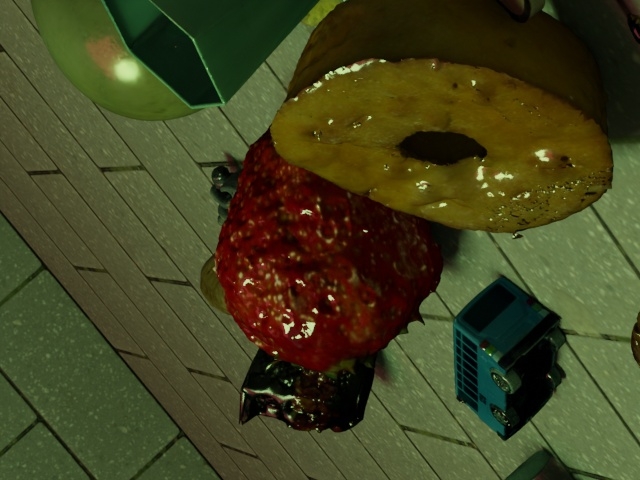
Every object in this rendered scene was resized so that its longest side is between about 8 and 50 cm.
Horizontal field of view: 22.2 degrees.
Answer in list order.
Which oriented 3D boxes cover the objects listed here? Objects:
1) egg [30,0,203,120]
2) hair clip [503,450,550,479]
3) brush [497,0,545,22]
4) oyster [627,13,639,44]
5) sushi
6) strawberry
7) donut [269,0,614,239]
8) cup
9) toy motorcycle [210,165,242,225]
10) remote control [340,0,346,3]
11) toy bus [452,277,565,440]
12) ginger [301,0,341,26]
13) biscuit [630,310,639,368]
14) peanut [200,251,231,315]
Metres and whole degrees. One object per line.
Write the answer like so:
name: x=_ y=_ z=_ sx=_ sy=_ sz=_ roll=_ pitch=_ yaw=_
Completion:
egg: x=-0.189 y=-0.254 z=1.662 sx=0.295 sy=0.218 sz=0.218 roll=51 pitch=167 yaw=33
hair clip: x=0.284 y=0.457 z=2.007 sx=0.318 sy=0.392 sz=0.238 roll=44 pitch=137 yaw=15
brush: x=0.077 y=-0.293 z=1.255 sx=0.327 sy=0.065 sz=0.070 roll=48 pitch=172 yaw=28
oyster: x=0.271 y=-0.114 z=1.219 sx=0.132 sy=0.029 sz=0.086 roll=43 pitch=162 yaw=6
sushi: x=-0.006 y=0.186 z=2.239 sx=0.150 sy=0.172 sz=0.153 roll=17 pitch=128 yaw=17
strawberry: x=0.000 y=0.000 z=1.772 sx=0.257 sy=0.257 sz=0.277 roll=10 pitch=122 yaw=61
donut: x=0.103 y=-0.108 z=1.319 sx=0.277 sy=0.109 sz=0.277 roll=7 pitch=153 yaw=4
cup: x=-0.055 y=-0.233 z=1.371 sx=0.134 sy=0.235 sz=0.148 roll=54 pitch=158 yaw=-21
toy motorcycle: x=-0.100 y=-0.044 z=2.141 sx=0.124 sy=0.061 sz=0.193 roll=47 pitch=161 yaw=2
remote control: x=0.089 y=-0.208 z=1.418 sx=0.233 sy=0.038 sz=0.098 roll=24 pitch=150 yaw=52
toy bus: x=0.202 y=0.132 z=1.791 sx=0.106 sy=0.090 sz=0.185 roll=39 pitch=158 yaw=25
ginger: x=-0.061 y=-0.316 z=1.471 sx=0.299 sy=0.065 sz=0.118 roll=59 pitch=-171 yaw=-32
biscuit: x=0.374 y=0.144 z=1.507 sx=0.226 sy=0.042 sz=0.226 roll=42 pitch=161 yaw=18
peanut: x=-0.103 y=0.057 z=2.270 sx=0.095 sy=0.108 sz=0.226 roll=39 pitch=173 yaw=-19
